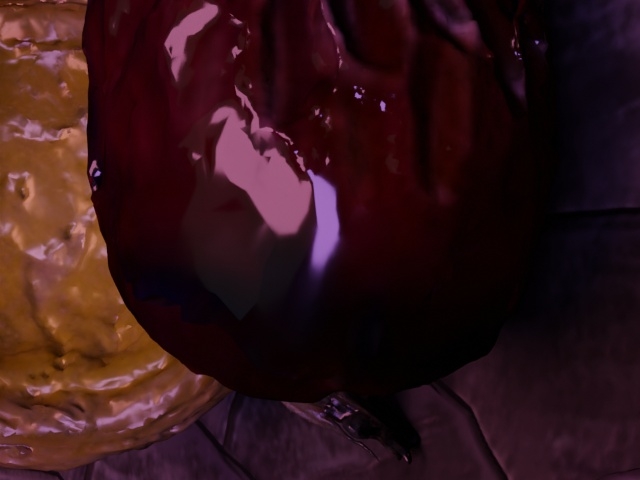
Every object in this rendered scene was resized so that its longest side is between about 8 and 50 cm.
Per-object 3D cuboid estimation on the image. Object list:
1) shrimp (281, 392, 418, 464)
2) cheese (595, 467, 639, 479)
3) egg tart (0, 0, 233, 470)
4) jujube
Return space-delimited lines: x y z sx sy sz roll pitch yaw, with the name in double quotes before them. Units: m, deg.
"shrimp" 0.000 0.000 0.792 0.262 0.051 0.198 42 94 13
"cheese" 0.068 0.206 0.494 0.292 0.332 0.153 79 176 -67
"egg tart" -0.180 -0.010 0.900 0.132 0.345 0.345 84 -179 -84
"jujube" -0.003 -0.094 0.675 0.258 0.258 0.376 -22 61 50
